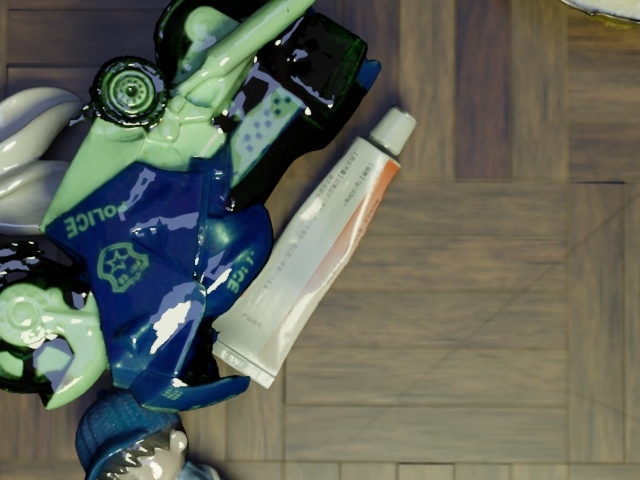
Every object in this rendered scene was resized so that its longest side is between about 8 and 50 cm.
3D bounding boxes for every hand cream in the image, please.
[{"bbox_3d":[0.001,0.001,1.094,0.052,0.038,0.216,36,93,26],"label":"hand cream"}]

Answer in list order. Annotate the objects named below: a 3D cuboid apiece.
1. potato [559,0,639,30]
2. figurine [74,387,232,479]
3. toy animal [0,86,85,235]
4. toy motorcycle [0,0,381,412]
[{"bbox_3d":[0.205,-0.234,1.086,0.200,0.081,0.164,45,95,5],"label":"potato"},{"bbox_3d":[-0.099,0.160,1.058,0.149,0.086,0.087,36,59,-8],"label":"figurine"},{"bbox_3d":[-0.250,-0.030,1.049,0.221,0.131,0.103,-31,73,-5],"label":"toy animal"},{"bbox_3d":[-0.087,-0.018,1.025,0.196,0.125,0.331,36,78,-2],"label":"toy motorcycle"}]
